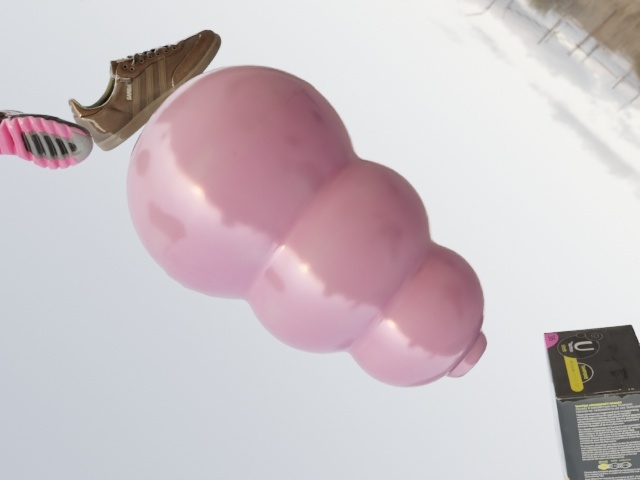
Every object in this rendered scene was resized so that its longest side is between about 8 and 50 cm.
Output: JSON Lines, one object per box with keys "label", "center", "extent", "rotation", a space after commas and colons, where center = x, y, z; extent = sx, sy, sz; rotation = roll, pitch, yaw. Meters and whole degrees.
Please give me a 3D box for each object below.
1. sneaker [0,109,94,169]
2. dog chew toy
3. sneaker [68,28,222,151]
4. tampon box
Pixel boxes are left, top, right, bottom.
{"label": "sneaker", "center": [-0.244, -0.091, 0.535], "extent": [0.120, 0.047, 0.057], "rotation": [5, -146, -2]}
{"label": "dog chew toy", "center": [0.000, 0.000, 0.563], "extent": [0.332, 0.206, 0.206], "rotation": [37, -153, 3]}
{"label": "sneaker", "center": [-0.193, -0.184, 0.723], "extent": [0.071, 0.188, 0.066], "rotation": [49, 169, -28]}
{"label": "tampon box", "center": [0.316, 0.196, 0.731], "extent": [0.120, 0.102, 0.160], "rotation": [-68, -35, -62]}
